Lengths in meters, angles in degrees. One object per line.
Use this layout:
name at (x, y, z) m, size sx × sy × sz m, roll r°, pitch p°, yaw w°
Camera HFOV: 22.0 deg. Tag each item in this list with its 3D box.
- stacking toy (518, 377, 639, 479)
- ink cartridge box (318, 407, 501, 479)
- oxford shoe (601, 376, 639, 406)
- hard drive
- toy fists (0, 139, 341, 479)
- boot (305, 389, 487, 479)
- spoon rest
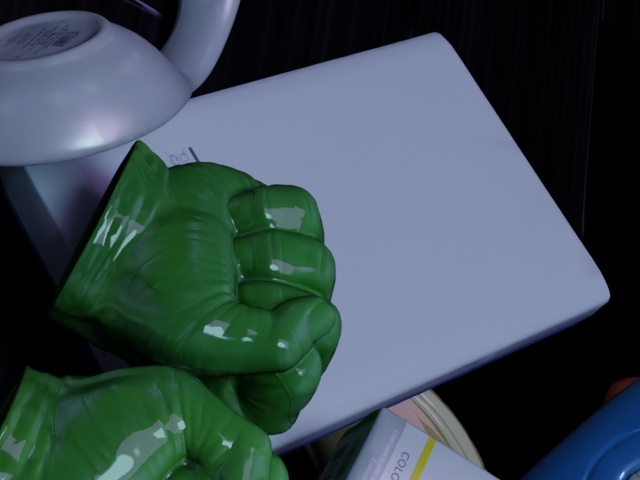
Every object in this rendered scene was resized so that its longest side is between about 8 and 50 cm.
stacking toy at (0.281, 0.243, 1.161) m, size 0.165 × 0.175 × 0.302 m, roll -39°, pitch 133°, yaw 1°
ink cartridge box at (0.083, 0.186, 0.811) m, size 0.209 × 0.062 × 0.109 m, roll 33°, pitch 64°, yaw -7°
oxford shoe at (0.330, 0.185, 1.247) m, size 0.271 × 0.098 × 0.097 m, roll 33°, pitch 58°, yaw -32°
hard drive at (0.000, 0.000, 0.962) m, size 0.318 × 0.040 × 0.210 m, roll -20°, pitch 71°, yaw -36°
toy fists at (-0.070, 0.074, 0.788) m, size 0.142 × 0.096 × 0.279 m, roll 28°, pitch 50°, yaw -11°
boot at (0.019, 0.202, 0.962) m, size 0.203 × 0.095 × 0.262 m, roll -46°, pitch 112°, yaw -39°
spoon rest at (-0.113, -0.102, 0.916) m, size 0.276 × 0.137 × 0.084 m, roll -52°, pitch 140°, yaw -51°
